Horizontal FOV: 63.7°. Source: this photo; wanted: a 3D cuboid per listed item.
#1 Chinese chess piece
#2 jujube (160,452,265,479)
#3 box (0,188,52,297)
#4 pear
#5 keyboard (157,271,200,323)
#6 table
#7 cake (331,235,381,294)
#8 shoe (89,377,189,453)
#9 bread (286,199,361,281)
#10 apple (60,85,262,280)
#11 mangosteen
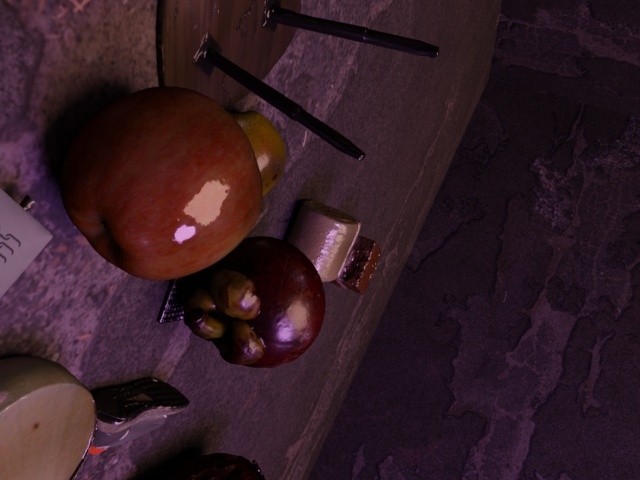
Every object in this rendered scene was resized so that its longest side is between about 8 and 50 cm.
[{"bbox_3d":[-0.329,0.214,0.537,0.188,0.083,0.188,-49,151,-39],"label":"Chinese chess piece"},{"bbox_3d":[-0.236,0.542,0.931,0.376,0.258,0.258,1,110,-63],"label":"jujube"},{"bbox_3d":[-0.325,-0.009,0.346,0.211,0.045,0.270,-60,160,-22],"label":"box"},{"bbox_3d":[-0.107,-0.117,0.743,0.141,0.104,0.141,-53,152,-43],"label":"pear"},{"bbox_3d":[-0.197,0.031,0.791,0.204,0.013,0.061,-70,161,5],"label":"keyboard"},{"bbox_3d":[0.004,-0.274,0.639,0.317,0.249,0.317,-54,157,-36],"label":"table"},{"bbox_3d":[0.065,0.050,1.326,0.135,0.147,0.134,-65,163,-11],"label":"cake"},{"bbox_3d":[-0.274,0.259,0.760,0.077,0.074,0.194,-57,159,3],"label":"shoe"},{"bbox_3d":[0.000,0.000,1.116,0.148,0.134,0.141,4,112,-58],"label":"bread"},{"bbox_3d":[-0.159,-0.054,0.530,0.174,0.188,0.188,-47,153,-32],"label":"apple"},{"bbox_3d":[-0.110,0.100,0.810,0.257,0.215,0.215,0,111,-63],"label":"mangosteen"}]
